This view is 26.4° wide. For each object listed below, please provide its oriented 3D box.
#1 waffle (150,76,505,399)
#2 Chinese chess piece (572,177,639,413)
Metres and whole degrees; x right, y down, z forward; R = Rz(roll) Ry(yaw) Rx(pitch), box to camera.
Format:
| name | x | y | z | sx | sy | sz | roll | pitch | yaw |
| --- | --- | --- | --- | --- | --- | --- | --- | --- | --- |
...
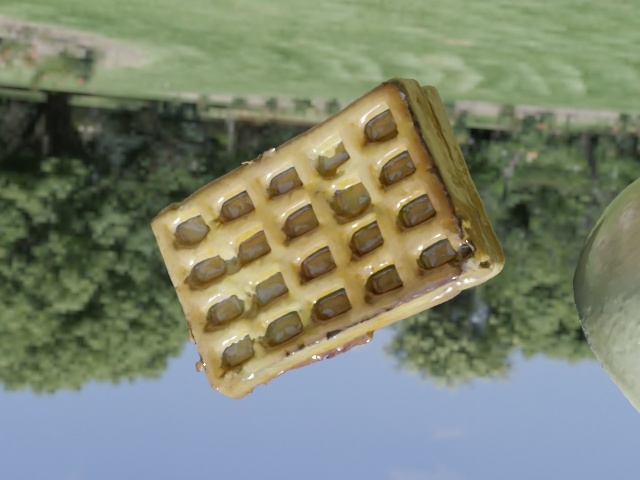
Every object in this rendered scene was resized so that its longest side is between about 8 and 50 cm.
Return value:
| name | x | y | z | sx | sy | sz | roll | pitch | yaw |
| --- | --- | --- | --- | --- | --- | --- | --- | --- | --- |
| waffle | 0.000 | 0.000 | 1.357 | 0.328 | 0.224 | 0.098 | -28 | 164 | 25 |
| Chinese chess piece | 0.281 | 0.057 | 0.866 | 0.250 | 0.101 | 0.250 | 25 | -147 | -18 |
